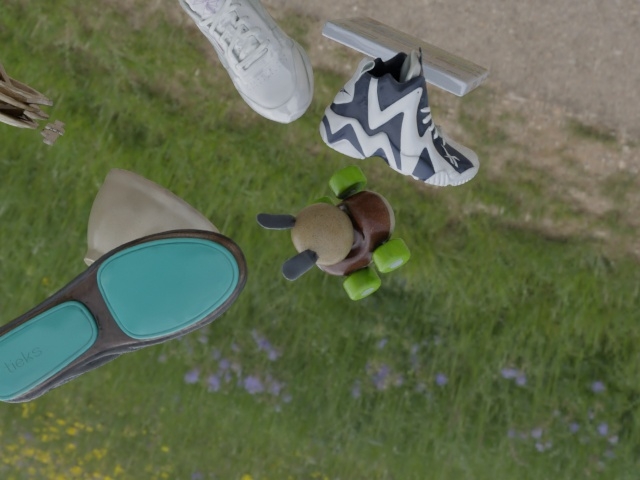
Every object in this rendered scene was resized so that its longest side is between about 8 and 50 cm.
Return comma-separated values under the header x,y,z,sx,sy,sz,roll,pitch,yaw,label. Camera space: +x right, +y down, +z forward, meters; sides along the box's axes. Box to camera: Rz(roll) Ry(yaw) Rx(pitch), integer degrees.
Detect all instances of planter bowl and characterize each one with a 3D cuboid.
x,y,z,sx,sy,sz,roll,pitch,yaw,label
-0.211,0.005,1.118,0.162,0.109,0.162,28,164,9,planter bowl

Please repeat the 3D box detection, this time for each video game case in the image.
x,y,z,sx,sy,sz,roll,pitch,yaw,label
0.134,-0.284,1.428,0.227,0.206,0.026,26,112,11,video game case

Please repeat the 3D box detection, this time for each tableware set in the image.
x,y,z,sx,sy,sz,roll,pitch,yaw,label
-0.301,-0.145,0.906,0.128,0.039,0.194,25,-174,-16,tableware set

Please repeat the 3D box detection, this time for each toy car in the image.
x,y,z,sx,sy,sz,roll,pitch,yaw,label
0.000,0.000,1.295,0.188,0.155,0.149,-12,155,-43,toy car

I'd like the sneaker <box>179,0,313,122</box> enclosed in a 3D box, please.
x,y,z,sx,sy,sz,roll,pitch,yaw,label
-0.123,-0.285,1.275,0.114,0.305,0.152,-39,163,21,sneaker

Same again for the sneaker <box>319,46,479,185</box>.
x,y,z,sx,sy,sz,roll,pitch,yaw,label
0.129,-0.169,1.223,0.235,0.094,0.153,17,117,-17,sneaker

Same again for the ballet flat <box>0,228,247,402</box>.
x,y,z,sx,sy,sz,roll,pitch,yaw,label
-0.187,0.060,0.859,0.280,0.095,0.096,-23,-178,12,ballet flat
